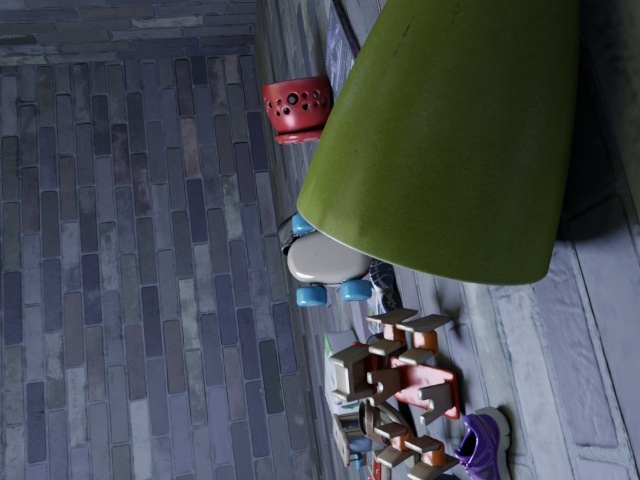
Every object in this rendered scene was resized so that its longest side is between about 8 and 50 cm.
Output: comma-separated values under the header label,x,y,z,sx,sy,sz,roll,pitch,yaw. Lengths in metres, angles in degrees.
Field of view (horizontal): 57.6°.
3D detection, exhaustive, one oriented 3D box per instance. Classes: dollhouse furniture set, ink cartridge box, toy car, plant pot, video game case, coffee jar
label,x,y,z,sx,sy,sz,roll,pitch,yaw
dollhouse furniture set,0.109,0.530,1.425,0.129,0.129,0.183,-124,30,-68
ink cartridge box,0.070,0.393,1.659,0.160,0.093,0.219,-113,19,-59
toy car,0.052,0.053,1.441,0.238,0.210,0.219,29,-127,-67
plant pot,-0.061,-0.367,1.652,0.191,0.191,0.174,-135,37,-74
plant pot,0.139,-0.145,0.585,0.275,0.275,0.293,-119,40,-65
video game case,0.054,-0.432,1.434,0.196,0.026,0.274,96,165,-51
coffee jar,0.130,0.262,1.282,0.184,0.079,0.096,107,150,-68
video game case,0.131,0.171,1.417,0.087,0.011,0.122,-138,43,-74
dollhouse furniture set,0.144,0.249,1.041,0.259,0.135,0.262,4,101,53

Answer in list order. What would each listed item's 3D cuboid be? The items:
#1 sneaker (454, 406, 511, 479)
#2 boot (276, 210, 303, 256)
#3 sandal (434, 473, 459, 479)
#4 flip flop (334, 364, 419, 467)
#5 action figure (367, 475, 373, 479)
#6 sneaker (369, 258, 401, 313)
label,x,y,z,sx,sy,sz,roll,pitch,yaw
sneaker,0.224,0.316,0.825,0.068,0.071,0.170,-141,45,-76
boot,-0.019,-0.061,1.606,0.083,0.246,0.161,40,-175,-21
sandal,0.216,0.435,0.908,0.254,0.097,0.054,75,-171,-88
flip flop,0.110,0.377,1.262,0.277,0.080,0.112,51,158,13
action figure,0.136,0.703,1.387,0.280,0.139,0.091,-121,25,-61
sneaker,0.134,0.105,1.252,0.058,0.052,0.135,96,165,-64
